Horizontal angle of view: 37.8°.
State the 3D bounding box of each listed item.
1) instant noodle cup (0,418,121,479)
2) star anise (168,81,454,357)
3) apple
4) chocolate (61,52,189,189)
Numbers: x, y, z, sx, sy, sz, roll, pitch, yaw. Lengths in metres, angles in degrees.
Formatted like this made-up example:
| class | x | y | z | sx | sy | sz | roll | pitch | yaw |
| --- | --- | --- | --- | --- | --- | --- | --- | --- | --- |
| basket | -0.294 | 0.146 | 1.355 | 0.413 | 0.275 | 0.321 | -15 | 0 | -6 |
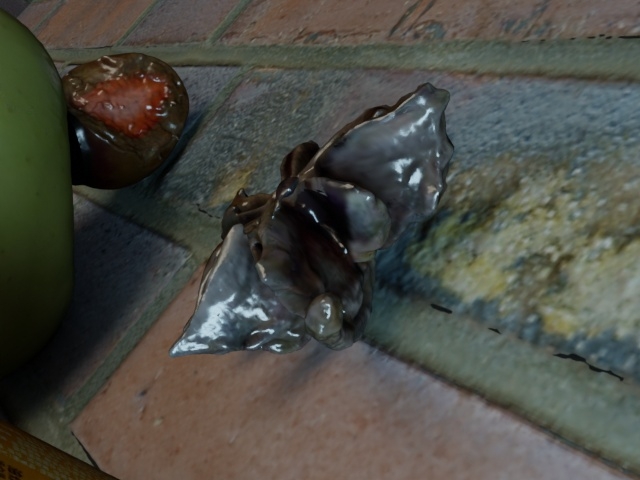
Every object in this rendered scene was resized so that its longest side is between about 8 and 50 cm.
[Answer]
| class | x | y | z | sx | sy | sz | roll | pitch | yaw |
| --- | --- | --- | --- | --- | --- | --- | --- | --- | --- |
| instant noodle cup | -0.145 | 0.169 | 0.375 | 0.215 | 0.172 | 0.216 | -24 | 39 | 21 |
| star anise | 0.000 | 0.001 | 0.514 | 0.209 | 0.089 | 0.231 | -39 | 21 | 37 |
| apple | -0.364 | -0.037 | 0.750 | 0.357 | 0.357 | 0.357 | -33 | 31 | 22 |
| chocolate | -0.189 | -0.115 | 0.892 | 0.133 | 0.124 | 0.127 | -20 | 16 | -28 |
